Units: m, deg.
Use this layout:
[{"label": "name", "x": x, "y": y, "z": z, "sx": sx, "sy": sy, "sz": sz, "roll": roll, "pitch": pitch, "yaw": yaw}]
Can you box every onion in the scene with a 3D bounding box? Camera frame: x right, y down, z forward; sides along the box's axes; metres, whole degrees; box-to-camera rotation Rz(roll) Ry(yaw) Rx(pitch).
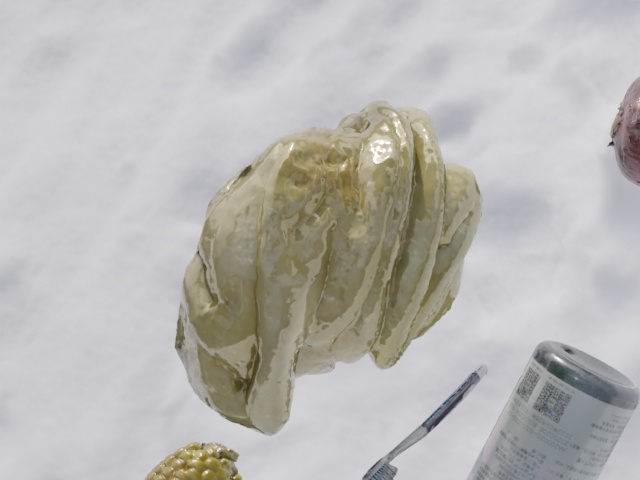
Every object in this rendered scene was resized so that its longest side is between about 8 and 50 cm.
[{"label": "onion", "x": 0.470, "y": -0.132, "z": 1.405, "sx": 0.195, "sy": 0.159, "sz": 0.159, "roll": 14, "pitch": 75, "yaw": 7}]

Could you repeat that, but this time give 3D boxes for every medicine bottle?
[{"label": "medicine bottle", "x": 0.270, "y": 0.280, "z": 1.371, "sx": 0.141, "sy": 0.141, "sz": 0.293, "roll": 32, "pitch": 101, "yaw": 33}]

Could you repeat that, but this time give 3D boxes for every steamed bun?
[{"label": "steamed bun", "x": 0.020, "y": 0.030, "z": 1.180, "sx": 0.230, "sy": 0.324, "sz": 0.372, "roll": 37, "pitch": 51, "yaw": 17}]

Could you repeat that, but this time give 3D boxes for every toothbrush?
[{"label": "toothbrush", "x": 0.134, "y": 0.218, "z": 1.318, "sx": 0.026, "sy": 0.288, "sz": 0.024, "roll": 31, "pitch": 126, "yaw": 21}]

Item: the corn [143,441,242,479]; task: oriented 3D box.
[{"label": "corn", "x": -0.216, "y": 0.382, "z": 1.259, "sx": 0.120, "sy": 0.120, "sz": 0.363, "roll": 30, "pitch": 76, "yaw": 33}]
